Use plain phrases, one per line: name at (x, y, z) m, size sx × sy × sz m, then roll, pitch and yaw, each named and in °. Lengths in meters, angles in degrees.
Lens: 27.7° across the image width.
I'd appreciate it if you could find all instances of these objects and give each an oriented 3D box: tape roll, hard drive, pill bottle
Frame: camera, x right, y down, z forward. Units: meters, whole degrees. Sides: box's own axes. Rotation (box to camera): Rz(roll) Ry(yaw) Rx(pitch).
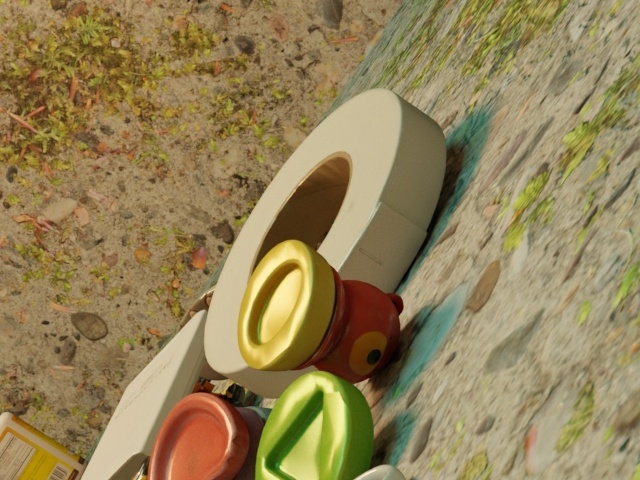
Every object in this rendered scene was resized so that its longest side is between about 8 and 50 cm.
tape roll at (0.000, 0.000, 1.515) m, size 0.392 × 0.072 × 0.392 m, roll -47°, pitch 22°, yaw 26°
hard drive at (-0.234, 0.240, 1.687) m, size 0.203 × 0.040 × 0.307 m, roll -46°, pitch 14°, yaw 29°
pill bottle at (-0.499, 0.364, 2.146) m, size 0.117 × 0.215 × 0.117 m, roll -54°, pitch 7°, yaw 10°

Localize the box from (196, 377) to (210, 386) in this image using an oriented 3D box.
box at (-0.201, 0.213, 2.305) m, size 0.207 × 0.036 × 0.114 m, roll -58°, pitch 7°, yaw -13°

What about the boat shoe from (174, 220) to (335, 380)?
boat shoe at (-0.069, 0.068, 1.835) m, size 0.355 × 0.132 × 0.130 m, roll -42°, pitch 3°, yaw 28°

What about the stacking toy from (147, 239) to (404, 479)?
stacking toy at (-0.018, 0.191, 1.155) m, size 0.309 × 0.130 × 0.279 m, roll -56°, pitch 33°, yaw 22°

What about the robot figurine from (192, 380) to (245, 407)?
robot figurine at (-0.192, 0.301, 1.678) m, size 0.211 × 0.085 × 0.291 m, roll -48°, pitch 11°, yaw 42°

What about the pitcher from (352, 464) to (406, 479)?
pitcher at (-0.039, 0.235, 0.928) m, size 0.178 × 0.125 × 0.207 m, roll -35°, pitch 2°, yaw -43°

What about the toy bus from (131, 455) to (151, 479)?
toy bus at (-0.170, 0.334, 1.313) m, size 0.130 × 0.108 × 0.332 m, roll -57°, pitch 8°, yaw 5°
